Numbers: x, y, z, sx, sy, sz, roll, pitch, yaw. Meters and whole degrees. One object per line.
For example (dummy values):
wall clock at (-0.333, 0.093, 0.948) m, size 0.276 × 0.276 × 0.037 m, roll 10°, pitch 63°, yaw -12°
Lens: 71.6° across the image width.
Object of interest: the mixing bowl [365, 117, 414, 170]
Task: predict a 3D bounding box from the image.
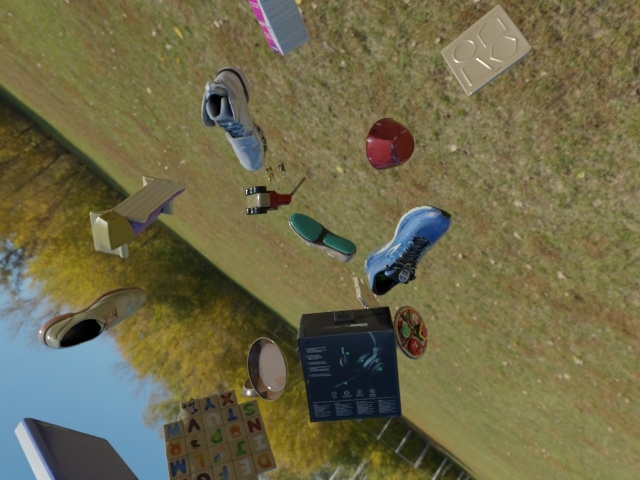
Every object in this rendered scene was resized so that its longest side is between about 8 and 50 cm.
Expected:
mixing bowl at (0.252, -0.322, 1.504) m, size 0.098 × 0.181 × 0.181 m, roll 23°, pitch 160°, yaw 51°

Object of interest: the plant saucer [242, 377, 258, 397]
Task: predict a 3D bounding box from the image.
plant saucer at (-0.226, 0.541, 1.705) m, size 0.168 × 0.169 × 0.029 m, roll 5°, pitch 117°, yaw 68°

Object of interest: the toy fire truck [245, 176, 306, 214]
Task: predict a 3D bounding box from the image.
toy fire truck at (-0.194, -0.197, 1.961) m, size 0.247 × 0.158 × 0.217 m, roll -4°, pitch -178°, yaw -23°

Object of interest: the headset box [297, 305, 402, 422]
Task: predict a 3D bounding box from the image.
headset box at (0.078, 0.320, 1.179) m, size 0.131 × 0.247 × 0.282 m, roll -83°, pitch -15°, yaw -71°

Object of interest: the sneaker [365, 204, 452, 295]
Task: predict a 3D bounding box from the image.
sneaker at (0.240, 0.042, 1.200) m, size 0.130 × 0.147 × 0.330 m, roll 22°, pitch 131°, yaw -17°

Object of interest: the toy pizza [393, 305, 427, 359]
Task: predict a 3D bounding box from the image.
toy pizza at (0.343, 0.340, 1.652) m, size 0.201 × 0.201 × 0.032 m, roll 43°, pitch 139°, yaw -22°

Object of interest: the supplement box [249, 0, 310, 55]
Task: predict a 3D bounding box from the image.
supplement box at (-0.138, -0.726, 1.416) m, size 0.111 × 0.114 × 0.220 m, roll 47°, pitch 171°, yaw 47°

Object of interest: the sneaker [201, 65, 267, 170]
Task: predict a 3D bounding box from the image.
sneaker at (-0.295, -0.384, 1.506) m, size 0.138 × 0.210 × 0.365 m, roll -4°, pitch 119°, yaw 16°

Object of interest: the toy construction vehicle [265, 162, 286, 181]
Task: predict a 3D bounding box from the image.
toy construction vehicle at (-0.183, -0.279, 1.839) m, size 0.035 × 0.086 × 0.098 m, roll 51°, pitch 161°, yaw 19°

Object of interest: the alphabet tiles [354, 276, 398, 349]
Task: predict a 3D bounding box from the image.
alphabet tiles at (0.199, 0.265, 1.602) m, size 0.284 × 0.021 × 0.278 m, roll 57°, pitch -169°, yaw -24°

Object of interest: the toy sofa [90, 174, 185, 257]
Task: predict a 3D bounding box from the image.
toy sofa at (-0.628, -0.091, 1.581) m, size 0.177 × 0.362 × 0.150 m, roll 12°, pitch 120°, yaw 4°

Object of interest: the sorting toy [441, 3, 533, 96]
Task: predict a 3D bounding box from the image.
sorting toy at (0.459, -0.526, 1.239) m, size 0.038 × 0.193 × 0.208 m, roll 19°, pitch -135°, yaw -48°

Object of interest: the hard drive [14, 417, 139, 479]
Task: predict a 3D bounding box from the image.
hard drive at (-0.479, 0.462, 0.903) m, size 0.319 × 0.040 × 0.210 m, roll 6°, pitch 153°, yaw 47°

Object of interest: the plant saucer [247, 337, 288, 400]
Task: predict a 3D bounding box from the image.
plant saucer at (-0.162, 0.407, 1.419) m, size 0.036 × 0.198 × 0.199 m, roll 0°, pitch -160°, yaw -46°

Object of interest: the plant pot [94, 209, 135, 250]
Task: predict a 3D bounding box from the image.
plant pot at (-0.593, -0.038, 1.270) m, size 0.082 × 0.081 × 0.083 m, roll 28°, pitch 132°, yaw 23°

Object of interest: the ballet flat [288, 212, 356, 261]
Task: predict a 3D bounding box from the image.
ballet flat at (0.000, 0.000, 1.839) m, size 0.316 × 0.107 × 0.106 m, roll 32°, pitch 152°, yaw 13°

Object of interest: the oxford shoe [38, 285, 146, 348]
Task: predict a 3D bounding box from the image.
oxford shoe at (-0.812, 0.296, 1.660) m, size 0.147 × 0.397 × 0.140 m, roll 10°, pitch 119°, yaw 37°

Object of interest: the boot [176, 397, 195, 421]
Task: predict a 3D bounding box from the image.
boot at (-0.497, 0.738, 1.759) m, size 0.152 × 0.073 × 0.197 m, roll -82°, pitch -21°, yaw -63°

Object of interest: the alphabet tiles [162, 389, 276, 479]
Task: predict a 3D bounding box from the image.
alphabet tiles at (-0.294, 0.592, 1.279) m, size 0.342 × 0.286 × 0.011 m, roll -122°, pitch 31°, yaw -47°
